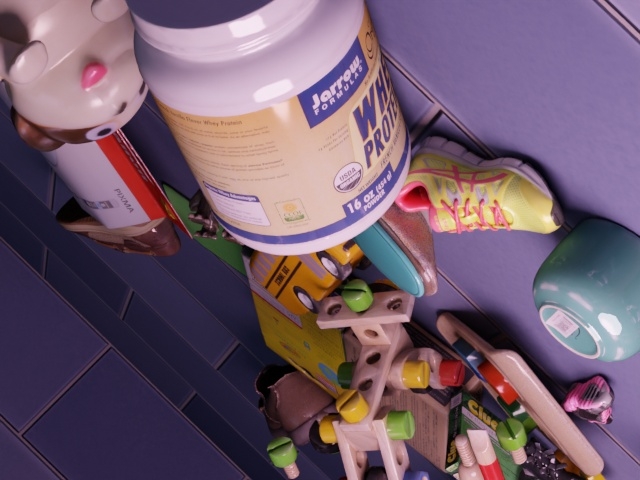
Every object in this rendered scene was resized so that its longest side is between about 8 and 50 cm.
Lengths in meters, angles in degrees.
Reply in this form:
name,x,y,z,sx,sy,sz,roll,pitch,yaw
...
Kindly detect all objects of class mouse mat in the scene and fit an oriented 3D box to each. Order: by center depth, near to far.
name,x,y,z,sx,sy,sz,roll,pitch,yaw
mouse mat,-0.184,-0.013,2.288,0.189,0.007,0.153,35,159,28

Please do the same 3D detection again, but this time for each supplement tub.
name,x,y,z,sx,sy,sz,roll,pitch,yaw
supplement tub,-0.049,-0.162,1.369,0.228,0.228,0.316,30,156,36

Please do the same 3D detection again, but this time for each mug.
name,x,y,z,sx,sy,sz,roll,pitch,yaw
mug,0.281,0.067,1.374,0.129,0.097,0.158,20,149,50

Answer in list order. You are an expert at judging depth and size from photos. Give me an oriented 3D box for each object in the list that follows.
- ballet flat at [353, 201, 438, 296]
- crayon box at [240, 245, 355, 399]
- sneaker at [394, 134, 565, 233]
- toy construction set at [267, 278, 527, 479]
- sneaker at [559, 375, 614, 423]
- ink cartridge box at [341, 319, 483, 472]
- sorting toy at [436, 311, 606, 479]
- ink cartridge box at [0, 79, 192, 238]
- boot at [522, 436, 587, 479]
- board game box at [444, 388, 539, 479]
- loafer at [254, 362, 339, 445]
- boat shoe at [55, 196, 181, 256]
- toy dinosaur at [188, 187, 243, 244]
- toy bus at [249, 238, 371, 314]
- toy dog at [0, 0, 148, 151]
name,x,y,z,sx,sy,sz,roll,pitch,yaw
ballet flat,0.055,-0.053,1.555,0.316,0.106,0.107,40,159,39
crayon box,-0.008,0.122,2.098,0.202,0.081,0.318,37,159,22
sneaker,0.159,-0.037,1.413,0.208,0.094,0.081,21,150,48
toy construction set,0.097,0.184,1.676,0.309,0.257,0.237,20,144,42
sneaker,0.329,0.195,1.635,0.057,0.047,0.119,39,169,-2
ink cartridge box,0.135,0.211,1.983,0.193,0.088,0.235,38,161,22
sorting toy,0.272,0.231,1.756,0.307,0.041,0.229,50,174,-16
ink cartridge box,-0.372,-0.141,2.178,0.308,0.091,0.385,58,167,-28
boot,0.295,0.302,1.750,0.099,0.045,0.121,36,164,20
board game box,0.267,0.319,1.822,0.259,0.136,0.030,39,126,-19
loafer,-0.044,0.259,2.376,0.130,0.134,0.366,57,168,-3
boat shoe,-0.354,-0.025,2.444,0.342,0.123,0.123,5,136,52
toy dinosaur,-0.116,-0.082,1.845,0.121,0.160,0.313,16,171,1
toy bus,0.000,0.000,1.791,0.130,0.108,0.333,46,161,5
toy dog,-0.377,-0.291,1.699,0.408,0.284,0.395,51,160,-25
